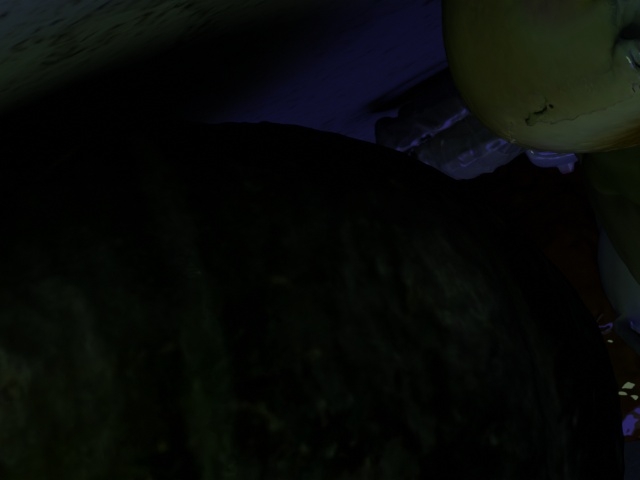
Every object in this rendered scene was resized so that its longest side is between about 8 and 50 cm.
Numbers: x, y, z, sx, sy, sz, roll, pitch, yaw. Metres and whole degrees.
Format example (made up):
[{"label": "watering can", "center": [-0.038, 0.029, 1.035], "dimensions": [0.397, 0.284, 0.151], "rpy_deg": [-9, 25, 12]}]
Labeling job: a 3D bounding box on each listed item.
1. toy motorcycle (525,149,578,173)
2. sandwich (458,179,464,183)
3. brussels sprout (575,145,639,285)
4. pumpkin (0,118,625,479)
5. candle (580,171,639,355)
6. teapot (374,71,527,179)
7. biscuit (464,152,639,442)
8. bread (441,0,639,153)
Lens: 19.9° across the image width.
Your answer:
[{"label": "toy motorcycle", "center": [0.237, -0.127, 1.452], "dimensions": [0.260, 0.110, 0.171], "rpy_deg": [-31, -165, -34]}, {"label": "sandwich", "center": [0.000, 0.000, 1.528], "dimensions": [0.198, 0.227, 0.155], "rpy_deg": [17, 157, -24]}, {"label": "brussels sprout", "center": [0.297, -0.079, 1.057], "dimensions": [0.328, 0.247, 0.328], "rpy_deg": [-14, -142, 11]}, {"label": "pumpkin", "center": [-0.080, 0.113, 0.899], "dimensions": [0.454, 0.344, 0.454], "rpy_deg": [-9, 163, -3]}, {"label": "candle", "center": [0.318, -0.046, 1.289], "dimensions": [0.342, 0.221, 0.221], "rpy_deg": [-41, 176, -6]}, {"label": "teapot", "center": [0.129, -0.099, 1.280], "dimensions": [0.200, 0.077, 0.107], "rpy_deg": [-28, 171, 26]}, {"label": "biscuit", "center": [0.118, 0.081, 1.696], "dimensions": [0.395, 0.166, 0.343], "rpy_deg": [-29, -143, 27]}, {"label": "bread", "center": [0.126, -0.115, 0.783], "dimensions": [0.156, 0.158, 0.260], "rpy_deg": [-16, 177, 7]}]
